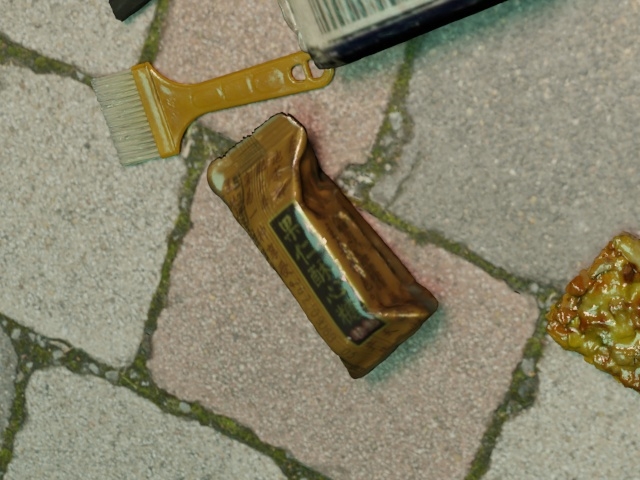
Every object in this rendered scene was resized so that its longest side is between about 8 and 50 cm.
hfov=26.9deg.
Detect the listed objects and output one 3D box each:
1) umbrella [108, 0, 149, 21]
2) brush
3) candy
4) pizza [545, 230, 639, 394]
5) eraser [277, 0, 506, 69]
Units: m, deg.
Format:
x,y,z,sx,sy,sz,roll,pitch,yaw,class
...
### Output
x,y,z,sx,sy,sz,roll,pitch,yaw,class
-0.164,-0.269,1.340,0.133,0.031,0.036,-32,97,28,umbrella
-0.108,-0.150,1.374,0.272,0.013,0.103,-12,105,25,brush
0.000,0.000,1.344,0.143,0.101,0.271,-40,86,35,candy
0.280,0.081,1.285,0.134,0.046,0.175,-16,104,27,pizza
0.114,-0.276,1.185,0.332,0.101,0.155,-19,100,26,eraser
